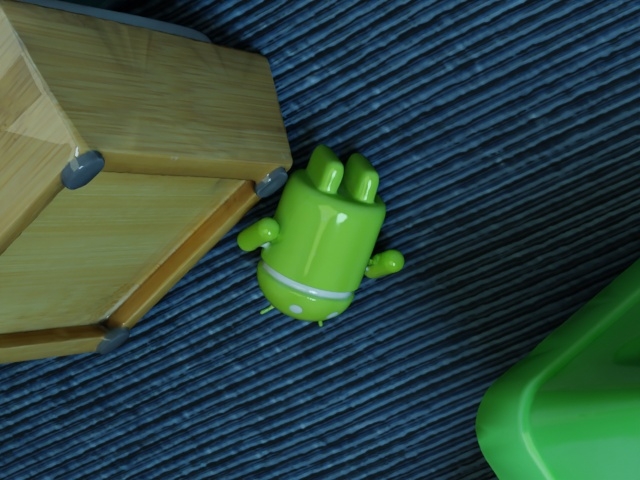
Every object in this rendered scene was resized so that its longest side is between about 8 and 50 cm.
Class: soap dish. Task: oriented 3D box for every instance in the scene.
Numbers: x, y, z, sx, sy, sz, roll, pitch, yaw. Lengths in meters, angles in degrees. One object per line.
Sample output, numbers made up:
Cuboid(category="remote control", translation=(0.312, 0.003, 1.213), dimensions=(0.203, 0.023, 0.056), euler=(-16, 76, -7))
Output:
Cuboid(category="soap dish", translation=(-0.158, -0.025, 0.924), dimensions=(0.229, 0.291, 0.118), euler=(-43, 73, 19))

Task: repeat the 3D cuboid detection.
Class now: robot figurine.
Cuboid(category="robot figurine", translation=(0.000, 0.000, 1.011), dimensions=(0.101, 0.067, 0.115), euler=(13, 109, -22))

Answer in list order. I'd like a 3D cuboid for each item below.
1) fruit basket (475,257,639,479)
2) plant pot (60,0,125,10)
Cuboid(category="fruit basket", translation=(0.239, 0.195, 0.941), dimensions=(0.392, 0.283, 0.392), euler=(37, 148, 28))
Cuboid(category="plant pot", translation=(-0.314, -0.255, 0.904), dimensions=(0.341, 0.341, 0.334), euler=(-19, 91, 18))
